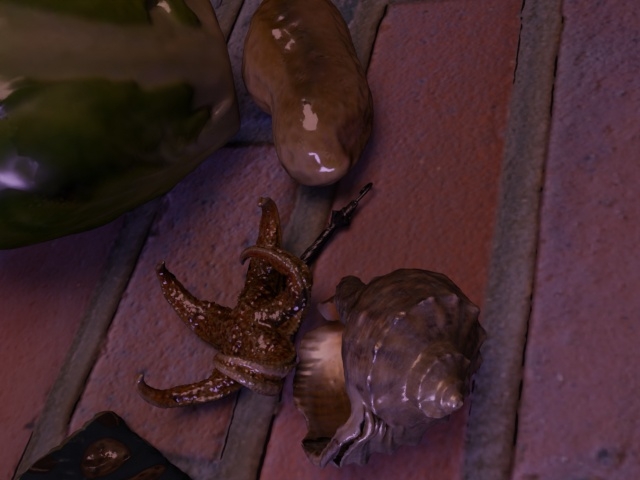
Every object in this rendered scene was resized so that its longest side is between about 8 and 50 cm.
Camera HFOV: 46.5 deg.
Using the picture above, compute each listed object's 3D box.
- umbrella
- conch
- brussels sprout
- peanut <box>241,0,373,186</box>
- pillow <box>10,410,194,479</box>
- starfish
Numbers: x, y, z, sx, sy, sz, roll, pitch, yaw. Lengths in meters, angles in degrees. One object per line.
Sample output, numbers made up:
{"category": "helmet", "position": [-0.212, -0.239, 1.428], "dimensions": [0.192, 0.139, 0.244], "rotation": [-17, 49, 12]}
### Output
{"category": "umbrella", "position": [0.002, 0.000, 0.678], "dimensions": [0.148, 0.022, 0.022], "rotation": [-51, 13, -16]}
{"category": "conch", "position": [0.032, 0.085, 0.540], "dimensions": [0.155, 0.130, 0.207], "rotation": [-40, 29, -14]}
{"category": "brussels sprout", "position": [-0.267, -0.134, 0.715], "dimensions": [0.371, 0.315, 0.275], "rotation": [-22, 76, -1]}
{"category": "peanut", "position": [-0.014, -0.151, 0.736], "dimensions": [0.120, 0.110, 0.236], "rotation": [-6, 60, -9]}
{"category": "pillow", "position": [-0.201, 0.230, 0.521], "dimensions": [0.189, 0.034, 0.256], "rotation": [24, 39, 37]}
{"category": "starfish", "position": [-0.076, 0.054, 0.632], "dimensions": [0.146, 0.074, 0.189], "rotation": [-8, 53, 31]}
